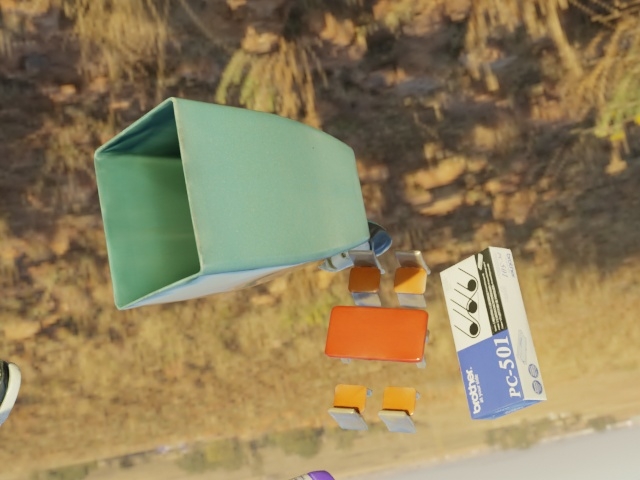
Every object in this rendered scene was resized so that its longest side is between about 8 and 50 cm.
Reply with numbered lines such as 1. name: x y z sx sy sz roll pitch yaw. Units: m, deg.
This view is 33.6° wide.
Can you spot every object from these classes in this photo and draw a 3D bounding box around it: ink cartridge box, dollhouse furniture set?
1. ink cartridge box: 0.223 0.121 1.386 0.046 0.207 0.097 7 153 -38
2. dollhouse furniture set: 0.135 0.141 1.567 0.259 0.262 0.135 1 157 17

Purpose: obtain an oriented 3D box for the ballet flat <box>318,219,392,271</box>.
1. ballet flat: 0.000 0.000 1.765 0.280 0.096 0.095 17 133 -26

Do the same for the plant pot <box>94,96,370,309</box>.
1. plant pot: -0.076 -0.035 1.069 0.234 0.165 0.166 -3 167 -38

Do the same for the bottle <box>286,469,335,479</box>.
1. bottle: -0.098 0.424 1.528 0.283 0.092 0.118 -16 -151 -18

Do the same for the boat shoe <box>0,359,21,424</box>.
1. boat shoe: -0.591 0.331 1.729 0.114 0.302 0.091 6 166 45
